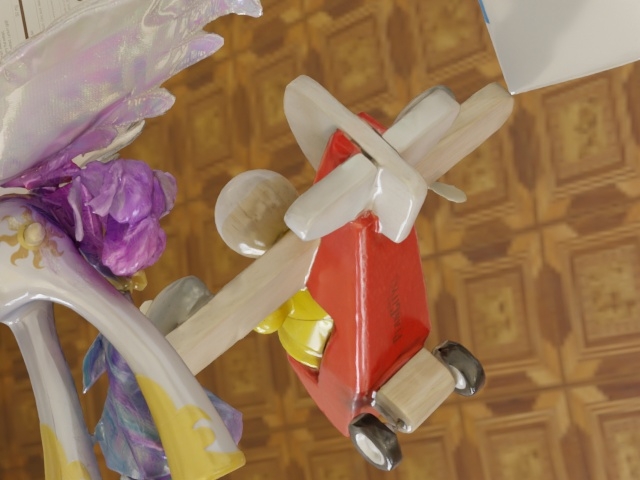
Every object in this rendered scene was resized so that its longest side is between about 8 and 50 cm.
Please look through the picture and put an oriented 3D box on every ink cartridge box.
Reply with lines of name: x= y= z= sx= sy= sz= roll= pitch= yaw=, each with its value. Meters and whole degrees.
ink cartridge box: x=0.277 y=-0.283 z=1.562 sx=0.168 sy=0.232 sz=0.171 roll=-14 pitch=106 yaw=27

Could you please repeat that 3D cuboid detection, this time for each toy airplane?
toy airplane: x=0.000 y=0.000 z=1.357 sx=0.272 sy=0.386 sz=0.384 roll=32 pitch=103 yaw=35

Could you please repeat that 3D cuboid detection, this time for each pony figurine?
pony figurine: x=-0.194 y=0.006 z=0.896 sx=0.363 sy=0.351 sz=0.303 roll=63 pitch=150 yaw=8

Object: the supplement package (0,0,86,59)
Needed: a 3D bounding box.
supplement package: x=-0.419 y=-0.223 z=1.731 sx=0.177 sy=0.293 sz=0.175 roll=-160 pitch=60 yaw=-68
